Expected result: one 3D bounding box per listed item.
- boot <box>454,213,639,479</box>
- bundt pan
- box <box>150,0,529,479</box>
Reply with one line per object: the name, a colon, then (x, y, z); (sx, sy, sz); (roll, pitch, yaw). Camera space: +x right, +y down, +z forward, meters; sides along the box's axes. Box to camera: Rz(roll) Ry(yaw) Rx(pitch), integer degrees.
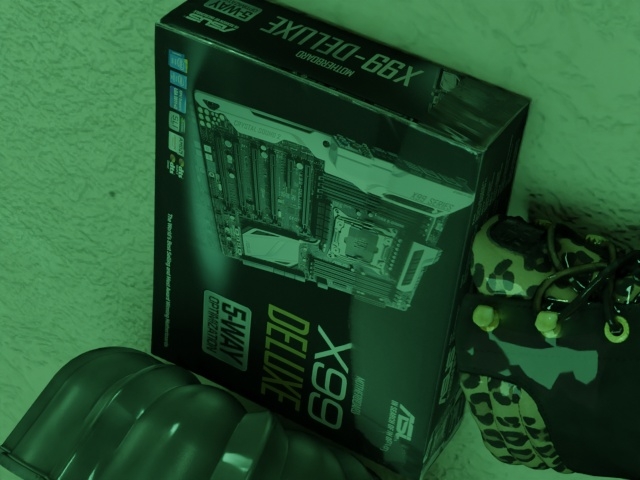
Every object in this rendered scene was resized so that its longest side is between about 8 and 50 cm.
boot: (0.221, 0.027, 0.822); (0.284, 0.138, 0.377); (9, 132, 31)
bundt pan: (-0.078, 0.184, 1.085); (0.331, 0.124, 0.331); (25, 170, 5)
box: (0.000, 0.000, 1.000); (0.242, 0.076, 0.307); (24, 133, 20)
